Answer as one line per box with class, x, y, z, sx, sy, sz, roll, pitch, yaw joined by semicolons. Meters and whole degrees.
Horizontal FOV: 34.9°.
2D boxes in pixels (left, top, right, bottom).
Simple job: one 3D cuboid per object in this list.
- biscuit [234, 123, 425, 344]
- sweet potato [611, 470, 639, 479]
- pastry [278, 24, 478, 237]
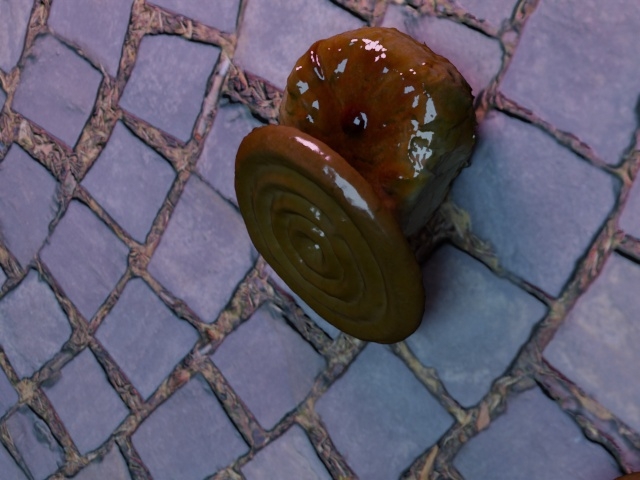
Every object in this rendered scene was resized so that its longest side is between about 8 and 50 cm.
biscuit;-0.001;0.000;1.018;0.262;0.037;0.262;39;153;25
sweet potato;0.227;0.342;0.954;0.130;0.130;0.422;47;126;19
pastry;0.056;-0.105;1.010;0.229;0.100;0.218;-20;86;35
